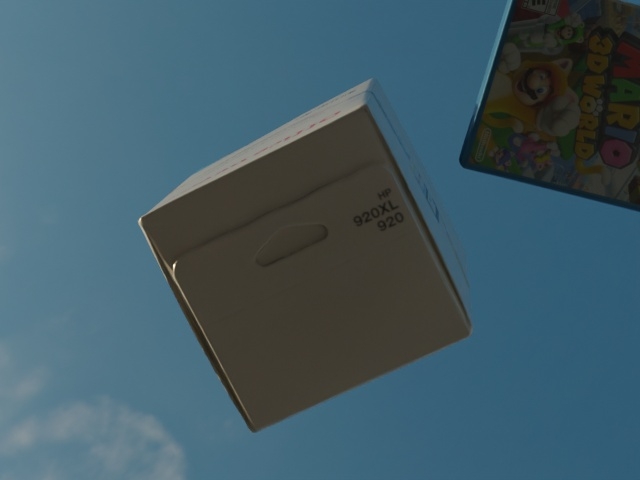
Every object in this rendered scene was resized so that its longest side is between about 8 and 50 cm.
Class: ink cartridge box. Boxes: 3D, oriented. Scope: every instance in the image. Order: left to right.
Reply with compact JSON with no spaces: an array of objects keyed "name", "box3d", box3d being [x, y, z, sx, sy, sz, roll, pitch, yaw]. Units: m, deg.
[{"name":"ink cartridge box","box3d":[0.000,0.000,0.877,0.171,0.233,0.168,-26,-82,10]}]

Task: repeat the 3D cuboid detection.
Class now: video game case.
[{"name":"video game case","box3d":[0.179,-0.081,0.721,0.166,0.015,0.119,13,-73,-7]}]
